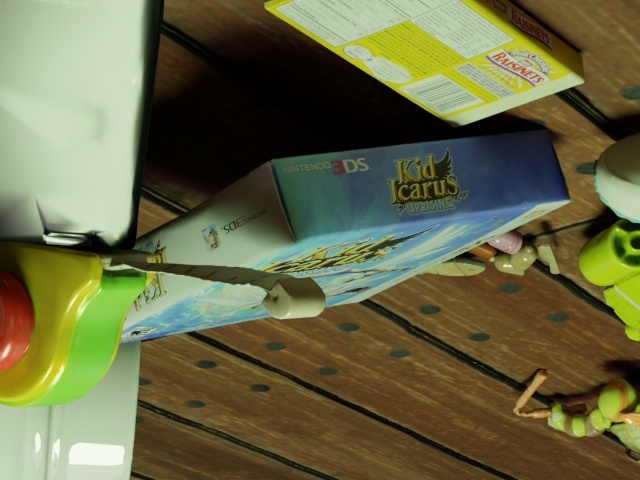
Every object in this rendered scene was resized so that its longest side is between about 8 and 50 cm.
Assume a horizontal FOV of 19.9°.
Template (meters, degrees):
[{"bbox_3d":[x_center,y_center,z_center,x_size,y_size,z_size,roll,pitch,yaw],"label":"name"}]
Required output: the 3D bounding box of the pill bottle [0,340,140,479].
[{"bbox_3d":[-0.348,0.116,1.468,0.392,0.224,0.224,5,156,-9],"label":"pill bottle"}]

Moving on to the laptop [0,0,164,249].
[{"bbox_3d":[-0.306,-0.121,1.193,0.382,0.236,0.408,4,127,-9],"label":"laptop"}]

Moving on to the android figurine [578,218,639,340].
[{"bbox_3d":[0.313,0.071,1.431,0.248,0.056,0.273,39,167,-2],"label":"android figurine"}]

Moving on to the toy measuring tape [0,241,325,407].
[{"bbox_3d":[-0.141,0.061,1.183,0.330,0.121,0.121,7,164,36],"label":"toy measuring tape"}]

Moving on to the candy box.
[{"bbox_3d":[0.069,-0.131,1.153,0.105,0.027,0.206,-20,149,33],"label":"candy box"}]

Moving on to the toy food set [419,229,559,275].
[{"bbox_3d":[0.130,0.006,1.473,0.122,0.019,0.078,1,157,17],"label":"toy food set"}]

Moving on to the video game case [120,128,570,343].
[{"bbox_3d":[0.000,0.000,1.294,0.269,0.061,0.244,-9,166,-42],"label":"video game case"}]

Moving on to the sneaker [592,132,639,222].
[{"bbox_3d":[0.296,-0.068,1.242,0.229,0.087,0.092,-7,135,20],"label":"sneaker"}]

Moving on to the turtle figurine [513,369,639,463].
[{"bbox_3d":[0.339,0.172,1.754,0.217,0.087,0.269,22,148,-40],"label":"turtle figurine"}]
